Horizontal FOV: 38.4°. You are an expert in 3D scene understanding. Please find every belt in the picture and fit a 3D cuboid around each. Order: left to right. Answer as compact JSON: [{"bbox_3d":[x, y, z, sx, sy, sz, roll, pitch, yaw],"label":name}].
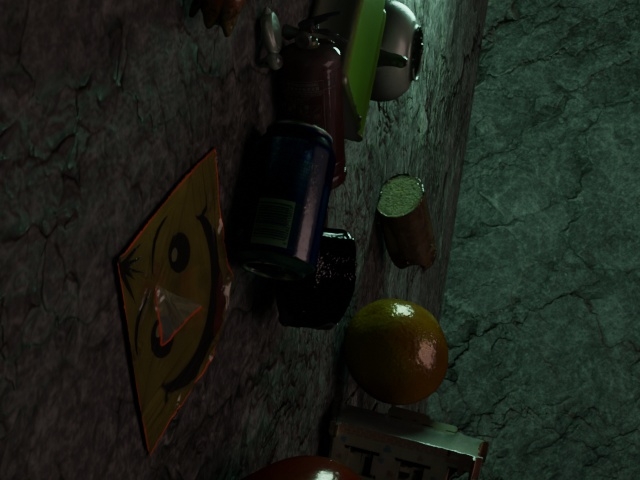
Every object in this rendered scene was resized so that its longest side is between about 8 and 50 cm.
[{"bbox_3d":[-0.010,0.059,1.358,0.198,0.078,0.151,138,-45,-62],"label":"belt"}]

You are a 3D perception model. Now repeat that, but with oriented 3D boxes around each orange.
[{"bbox_3d":[0.158,0.233,1.935,0.236,0.236,0.236,6,90,-75],"label":"orange"}]

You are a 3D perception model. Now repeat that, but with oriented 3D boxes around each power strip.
[{"bbox_3d":[-0.072,-0.272,1.246,0.055,0.035,0.083,4,79,-75],"label":"power strip"}]

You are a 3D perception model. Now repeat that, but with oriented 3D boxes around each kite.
[{"bbox_3d":[-0.164,0.059,1.059,0.327,0.013,0.377,44,55,-71],"label":"kite"}]

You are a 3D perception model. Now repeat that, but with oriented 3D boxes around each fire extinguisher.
[{"bbox_3d":[-0.008,-0.208,1.354,0.104,0.105,0.268,-62,154,-55],"label":"fire extinguisher"}]

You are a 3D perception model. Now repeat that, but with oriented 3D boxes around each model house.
[{"bbox_3d":[0.158,0.481,1.866,0.169,0.326,0.244,-29,129,-74],"label":"model house"}]

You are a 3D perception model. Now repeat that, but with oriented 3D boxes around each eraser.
[{"bbox_3d":[0.044,-0.326,1.535,0.210,0.092,0.274,66,32,-64],"label":"eraser"}]

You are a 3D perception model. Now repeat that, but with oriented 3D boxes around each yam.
[{"bbox_3d":[0.208,-0.036,2.203,0.129,0.128,0.238,-41,143,-16],"label":"yam"}]

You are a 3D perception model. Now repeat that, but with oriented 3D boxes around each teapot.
[{"bbox_3d":[0.131,-0.362,1.763,0.294,0.130,0.193,-46,141,-66],"label":"teapot"}]

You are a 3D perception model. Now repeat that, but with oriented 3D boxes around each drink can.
[{"bbox_3d":[-0.046,-0.054,1.247,0.118,0.118,0.204,56,44,-68],"label":"drink can"}]

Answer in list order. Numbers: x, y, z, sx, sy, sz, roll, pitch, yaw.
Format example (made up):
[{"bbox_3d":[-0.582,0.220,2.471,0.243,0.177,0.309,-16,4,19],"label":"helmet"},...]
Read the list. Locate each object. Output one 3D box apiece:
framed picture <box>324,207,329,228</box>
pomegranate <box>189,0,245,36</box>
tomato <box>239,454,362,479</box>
[{"bbox_3d":[0.000,0.000,1.536,0.201,0.010,0.135,-104,-162,-81],"label":"framed picture"},{"bbox_3d":[-0.081,-0.315,0.967,0.205,0.159,0.159,-63,179,35],"label":"pomegranate"},{"bbox_3d":[-0.042,0.429,1.254,0.299,0.226,0.298,6,90,-68],"label":"tomato"}]
